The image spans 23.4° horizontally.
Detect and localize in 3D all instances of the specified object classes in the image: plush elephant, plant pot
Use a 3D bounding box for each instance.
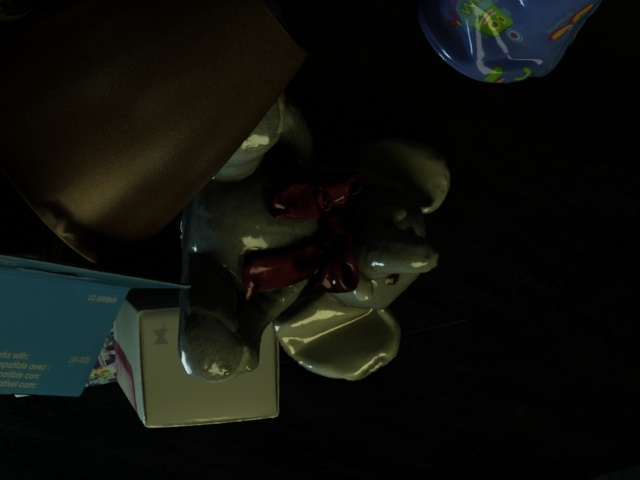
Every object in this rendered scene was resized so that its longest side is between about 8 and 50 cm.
[{"bbox_3d":[0.000,0.000,1.477,0.255,0.272,0.330,8,-179,-8],"label":"plush elephant"},{"bbox_3d":[-0.133,-0.130,1.240,0.230,0.215,0.215,-35,150,10],"label":"plant pot"}]

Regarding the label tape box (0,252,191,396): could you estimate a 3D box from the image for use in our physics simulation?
[{"bbox_3d":[-0.310,0.069,1.241,0.333,0.106,0.240,2,174,34],"label":"label tape box"}]

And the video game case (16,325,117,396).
[{"bbox_3d":[-0.309,0.139,1.927,0.183,0.023,0.201,-8,154,-4],"label":"video game case"}]

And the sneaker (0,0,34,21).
[{"bbox_3d":[-0.261,-0.196,1.215,0.083,0.031,0.035,1,143,-38],"label":"sneaker"}]

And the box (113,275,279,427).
[{"bbox_3d":[-0.141,0.115,1.695,0.148,0.127,0.232,-3,-172,-14],"label":"box"}]

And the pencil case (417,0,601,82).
[{"bbox_3d":[0.195,-0.236,1.192,0.119,0.133,0.306,-30,170,-35],"label":"pencil case"}]

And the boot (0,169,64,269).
[{"bbox_3d":[-0.379,-0.046,1.353,0.284,0.138,0.377,5,-177,4],"label":"boot"}]
